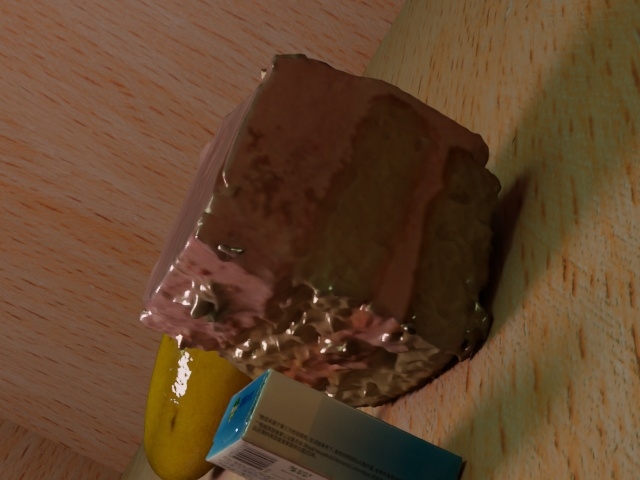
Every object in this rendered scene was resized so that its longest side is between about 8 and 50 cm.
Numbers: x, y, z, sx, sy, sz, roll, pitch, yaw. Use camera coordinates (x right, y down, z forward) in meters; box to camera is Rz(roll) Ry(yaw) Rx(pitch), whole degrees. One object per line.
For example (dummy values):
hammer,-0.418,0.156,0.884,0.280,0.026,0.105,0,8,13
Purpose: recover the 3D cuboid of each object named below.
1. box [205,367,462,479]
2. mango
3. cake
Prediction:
box,0.009,0.199,1.085,0.073,0.194,0.139,-68,10,-24
mango,-0.213,0.253,2.247,0.301,0.220,0.445,-100,35,-73
cake,0.000,0.000,1.312,0.314,0.306,0.293,-48,23,55
